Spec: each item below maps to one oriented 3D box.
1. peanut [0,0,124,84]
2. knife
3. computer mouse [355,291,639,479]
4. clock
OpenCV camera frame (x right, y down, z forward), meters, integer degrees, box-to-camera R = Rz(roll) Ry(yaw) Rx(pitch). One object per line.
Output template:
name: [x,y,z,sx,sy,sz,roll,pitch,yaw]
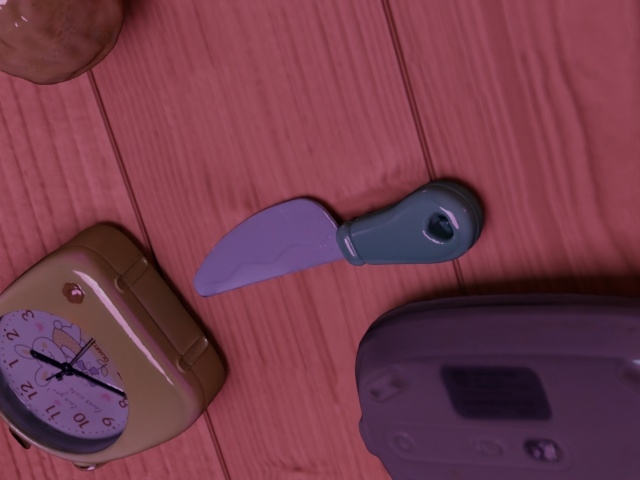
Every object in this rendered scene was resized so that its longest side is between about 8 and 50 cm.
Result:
peanut: [-0.265,-0.235,1.355,0.147,0.147,0.319,-32,106,37]
knife: [0.000,-0.001,1.427,0.260,0.034,0.063,-10,110,35]
computer mouse: [0.173,0.119,1.373,0.331,0.095,0.197,2,119,37]
clock: [-0.200,0.098,1.563,0.232,0.069,0.170,-27,104,37]
